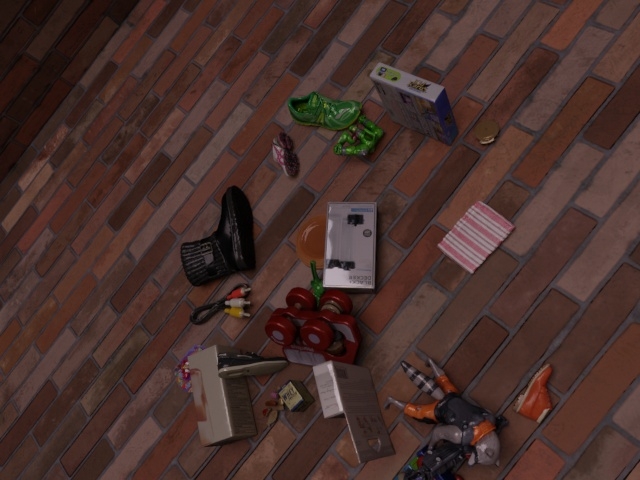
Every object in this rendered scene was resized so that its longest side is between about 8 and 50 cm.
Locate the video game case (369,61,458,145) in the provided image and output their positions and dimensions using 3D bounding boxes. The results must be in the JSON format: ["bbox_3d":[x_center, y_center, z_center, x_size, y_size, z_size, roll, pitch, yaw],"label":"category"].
[{"bbox_3d":[0.304,-0.431,1.651,0.244,0.269,0.061,34,87,30],"label":"video game case"}]

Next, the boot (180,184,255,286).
[{"bbox_3d":[-0.391,-0.018,1.920,0.260,0.131,0.347,-15,68,20],"label":"boot"}]

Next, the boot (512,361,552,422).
[{"bbox_3d":[0.584,0.402,1.367,0.085,0.059,0.157,30,96,27],"label":"boot"}]

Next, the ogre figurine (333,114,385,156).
[{"bbox_3d":[0.140,-0.354,1.799,0.118,0.096,0.197,26,41,25],"label":"ogre figurine"}]

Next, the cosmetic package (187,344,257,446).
[{"bbox_3d":[-0.325,0.509,1.701,0.129,0.153,0.296,-24,63,18],"label":"cosmetic package"}]

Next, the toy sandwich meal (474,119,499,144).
[{"bbox_3d":[0.533,-0.346,1.656,0.086,0.029,0.085,-11,64,23],"label":"toy sandwich meal"}]

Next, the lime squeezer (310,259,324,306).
[{"bbox_3d":[-0.033,0.192,1.705,0.059,0.110,0.310,26,116,14],"label":"lime squeezer"}]

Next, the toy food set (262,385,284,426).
[{"bbox_3d":[-0.149,0.535,1.681,0.078,0.019,0.122,46,108,33],"label":"toy food set"}]

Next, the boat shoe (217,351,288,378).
[{"bbox_3d":[-0.217,0.390,1.670,0.084,0.233,0.079,115,148,-43],"label":"boat shoe"}]

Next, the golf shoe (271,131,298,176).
[{"bbox_3d":[-0.136,-0.311,1.946,0.086,0.068,0.186,-37,58,41],"label":"golf shoe"}]

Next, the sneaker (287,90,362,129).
[{"bbox_3d":[0.007,-0.476,1.891,0.296,0.123,0.109,6,75,26],"label":"sneaker"}]

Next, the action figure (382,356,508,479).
[{"bbox_3d":[0.310,0.474,1.342,0.342,0.178,0.330,-28,37,-28],"label":"action figure"}]

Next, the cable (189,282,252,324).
[{"bbox_3d":[-0.359,0.224,1.859,0.288,0.072,0.139,-10,64,22],"label":"cable"}]

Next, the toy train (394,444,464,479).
[{"bbox_3d":[0.318,0.690,1.376,0.143,0.105,0.248,-49,64,19],"label":"toy train"}]

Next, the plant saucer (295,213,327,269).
[{"bbox_3d":[0.000,0.000,1.785,0.200,0.037,0.199,-8,69,23],"label":"plant saucer"}]

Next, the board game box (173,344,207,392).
[{"bbox_3d":[-0.462,0.458,1.850,0.168,0.033,0.133,-49,60,4],"label":"board game box"}]

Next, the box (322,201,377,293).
[{"bbox_3d":[0.101,0.024,1.676,0.169,0.087,0.289,2,74,8],"label":"box"}]

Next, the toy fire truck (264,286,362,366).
[{"bbox_3d":[-0.008,0.293,1.578,0.303,0.253,0.169,1,36,31],"label":"toy fire truck"}]

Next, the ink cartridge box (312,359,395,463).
[{"bbox_3d":[0.096,0.475,1.429,0.066,0.296,0.260,-24,64,17],"label":"ink cartridge box"}]

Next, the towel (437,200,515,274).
[{"bbox_3d":[0.471,-0.009,1.574,0.197,0.029,0.144,-49,60,6],"label":"towel"}]

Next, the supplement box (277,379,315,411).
[{"bbox_3d":[-0.076,0.489,1.629,0.056,0.083,0.083,-46,60,5],"label":"supplement box"}]
